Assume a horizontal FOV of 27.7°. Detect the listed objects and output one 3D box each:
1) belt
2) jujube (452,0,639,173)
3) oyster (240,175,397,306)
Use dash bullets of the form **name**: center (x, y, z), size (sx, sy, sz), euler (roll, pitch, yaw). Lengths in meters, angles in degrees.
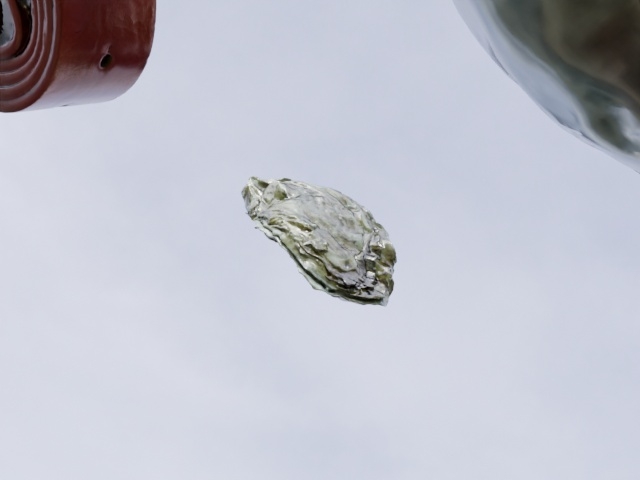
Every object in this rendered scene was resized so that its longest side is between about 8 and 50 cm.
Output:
- **belt**: center (-0.282, -0.259, 1.166), size (0.324, 0.115, 0.227), euler (55, -51, 20)
- **jujube**: center (0.190, -0.111, 0.393), size (0.308, 0.246, 0.215), euler (5, -25, -27)
- **oyster**: center (0.000, 0.000, 1.213), size (0.125, 0.177, 0.064), euler (11, -57, -32)
